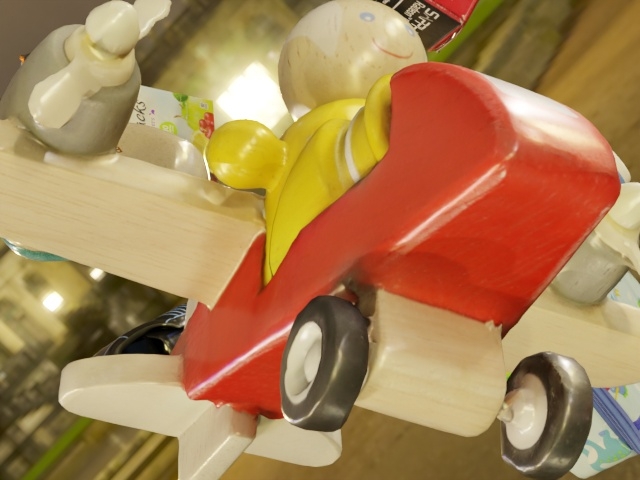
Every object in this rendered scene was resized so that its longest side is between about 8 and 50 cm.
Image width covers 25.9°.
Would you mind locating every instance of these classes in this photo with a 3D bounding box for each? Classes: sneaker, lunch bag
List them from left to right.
[{"bbox_3d":[-0.138,0.107,1.438,0.232,0.081,0.090,-28,2,-36],"label":"sneaker"},{"bbox_3d":[0.222,0.085,1.190,0.090,0.176,0.219,-30,16,28],"label":"lunch bag"}]

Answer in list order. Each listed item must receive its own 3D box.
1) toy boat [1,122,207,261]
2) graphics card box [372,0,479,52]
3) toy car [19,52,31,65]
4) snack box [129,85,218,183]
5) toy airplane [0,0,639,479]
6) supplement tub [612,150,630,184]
[{"bbox_3d":[-0.282,-0.083,1.646,0.267,0.318,0.148,-10,-48,-25],"label":"toy boat"},{"bbox_3d":[-0.015,-0.321,0.929,0.233,0.371,0.094,-60,7,-9],"label":"graphics card box"},{"bbox_3d":[-0.264,-0.157,1.361,0.122,0.060,0.040,-132,51,-70],"label":"toy car"},{"bbox_3d":[-0.223,-0.097,1.780,0.070,0.174,0.207,129,144,-48],"label":"snack box"},{"bbox_3d":[0.000,0.000,0.791,0.386,0.384,0.272,44,-129,-62],"label":"toy airplane"},{"bbox_3d":[0.322,-0.067,1.722,0.107,0.071,0.071,-41,4,1],"label":"supplement tub"}]
